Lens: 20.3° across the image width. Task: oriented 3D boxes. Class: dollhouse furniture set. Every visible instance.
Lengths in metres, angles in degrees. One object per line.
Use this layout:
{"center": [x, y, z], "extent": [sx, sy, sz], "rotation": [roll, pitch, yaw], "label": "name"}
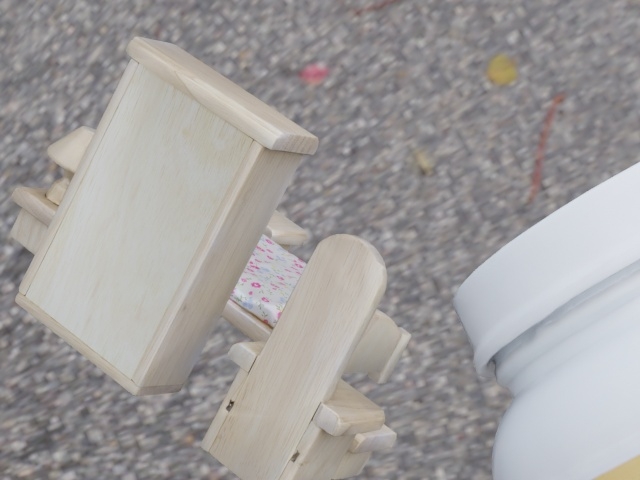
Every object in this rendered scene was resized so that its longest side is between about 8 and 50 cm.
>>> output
{"center": [0.000, 0.000, 1.133], "extent": [0.303, 0.174, 0.355], "rotation": [35, 16, 27], "label": "dollhouse furniture set"}

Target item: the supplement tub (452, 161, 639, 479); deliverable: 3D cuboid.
{"center": [0.129, 0.076, 0.420], "extent": [0.144, 0.144, 0.199], "rotation": [-20, 76, -27], "label": "supplement tub"}
